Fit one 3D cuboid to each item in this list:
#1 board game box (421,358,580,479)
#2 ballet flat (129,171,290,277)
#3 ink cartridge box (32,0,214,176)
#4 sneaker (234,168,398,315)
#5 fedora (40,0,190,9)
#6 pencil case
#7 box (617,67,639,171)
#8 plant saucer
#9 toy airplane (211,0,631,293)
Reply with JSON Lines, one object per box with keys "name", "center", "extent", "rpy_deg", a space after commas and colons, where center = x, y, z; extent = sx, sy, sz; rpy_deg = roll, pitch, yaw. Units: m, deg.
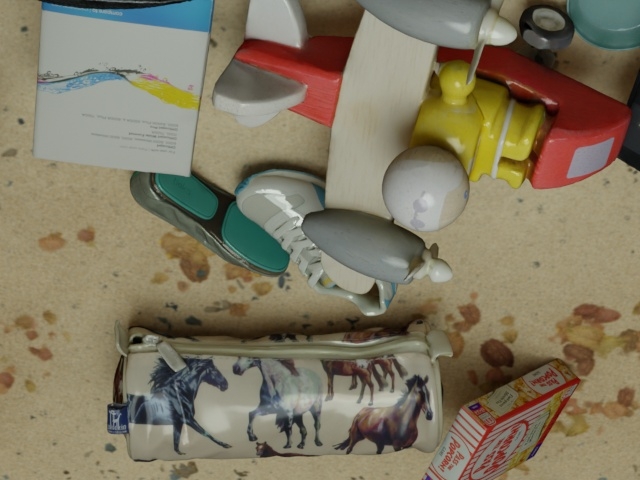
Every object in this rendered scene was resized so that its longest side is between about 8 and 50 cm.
{"name": "board game box", "center": [0.220, 0.236, 2.131], "extent": [0.193, 0.045, 0.146], "rpy_deg": [-20, 145, -43]}
{"name": "ballet flat", "center": [-0.128, -0.025, 1.993], "extent": [0.213, 0.072, 0.068], "rpy_deg": [36, 148, -25]}
{"name": "ink cartridge box", "center": [-0.197, -0.210, 1.765], "extent": [0.168, 0.171, 0.232], "rpy_deg": [7, 128, -5]}
{"name": "sneaker", "center": [0.000, 0.000, 1.979], "extent": [0.229, 0.092, 0.087], "rpy_deg": [31, 135, -21]}
{"name": "fedora", "center": [-0.163, -0.342, 1.561], "extent": [0.334, 0.334, 0.152], "rpy_deg": [0, 128, 0]}
{"name": "pencil case", "center": [-0.047, 0.177, 2.086], "extent": [0.411, 0.159, 0.183], "rpy_deg": [-2, 142, 2]}
{"name": "box", "center": [0.464, -0.149, 1.743], "extent": [0.073, 0.295, 0.293], "rpy_deg": [-21, 137, -42]}
{"name": "plant saucer", "center": [0.318, -0.255, 1.825], "extent": [0.119, 0.021, 0.119], "rpy_deg": [0, 129, 0]}
{"name": "toy airplane", "center": [0.078, -0.123, 1.759], "extent": [0.384, 0.272, 0.386], "rpy_deg": [-27, 129, 23]}
